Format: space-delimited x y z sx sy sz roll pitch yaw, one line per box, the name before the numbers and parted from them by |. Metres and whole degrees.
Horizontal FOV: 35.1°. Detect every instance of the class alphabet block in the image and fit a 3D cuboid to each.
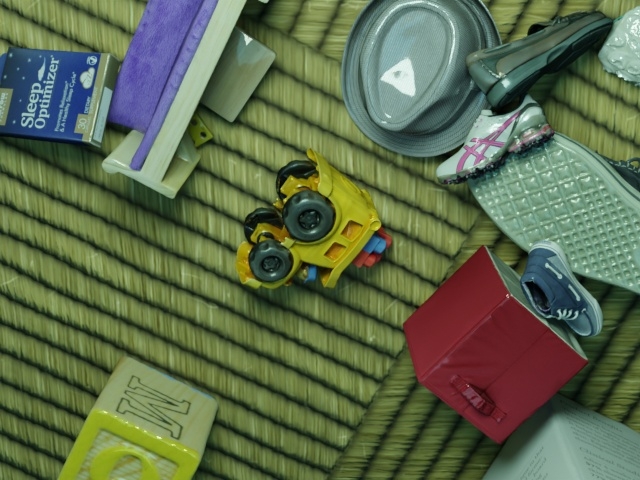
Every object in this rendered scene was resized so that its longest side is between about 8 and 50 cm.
alphabet block | -0.301 0.342 1.675 0.193 0.197 0.192 25 107 -5

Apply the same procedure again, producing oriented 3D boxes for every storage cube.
storage cube | 0.268 0.160 1.582 0.183 0.215 0.193 39 105 -18

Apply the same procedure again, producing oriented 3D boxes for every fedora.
fedora | 0.135 -0.249 1.477 0.243 0.124 0.276 30 110 10

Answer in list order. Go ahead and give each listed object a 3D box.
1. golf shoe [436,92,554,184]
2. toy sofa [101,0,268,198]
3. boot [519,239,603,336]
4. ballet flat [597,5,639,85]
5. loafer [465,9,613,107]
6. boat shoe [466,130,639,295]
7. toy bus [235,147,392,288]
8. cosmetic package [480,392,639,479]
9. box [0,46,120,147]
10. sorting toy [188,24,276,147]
golf shoe | 0.247 -0.146 1.493 0.186 0.067 0.086 -29 79 22
toy sofa | -0.204 -0.259 1.445 0.177 0.150 0.363 27 118 -6
boot | 0.355 0.095 1.510 0.069 0.086 0.190 -14 123 44
ballet flat | 0.619 -0.265 1.466 0.408 0.147 0.147 5 108 1
loafer | 0.315 -0.282 1.447 0.084 0.267 0.096 50 148 11
boat shoe | 0.445 -0.033 1.548 0.500 0.156 0.187 28 113 10
toy bus | 0.000 0.000 1.593 0.211 0.149 0.220 31 110 -24
cosmetic package | 0.437 0.503 1.589 0.329 0.394 0.328 26 107 -6
box | -0.415 -0.217 1.519 0.225 0.036 0.137 7 82 24
sorting toy | -0.157 -0.266 1.544 0.132 0.046 0.274 33 117 -8
